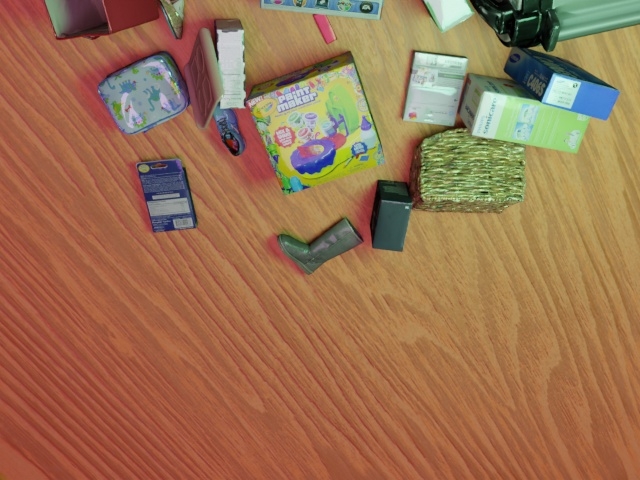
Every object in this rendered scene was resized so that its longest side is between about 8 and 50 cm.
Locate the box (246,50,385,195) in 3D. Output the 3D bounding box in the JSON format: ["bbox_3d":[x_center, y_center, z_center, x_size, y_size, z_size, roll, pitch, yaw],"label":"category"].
[{"bbox_3d":[-0.008,-0.314,1.716,0.289,0.177,0.279,-18,115,10],"label":"box"}]

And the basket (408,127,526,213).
[{"bbox_3d":[0.407,-0.196,1.818,0.299,0.223,0.214,1,84,0],"label":"basket"}]

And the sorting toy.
[{"bbox_3d":[-0.294,-0.409,1.637,0.038,0.208,0.193,-10,81,-27],"label":"sorting toy"}]

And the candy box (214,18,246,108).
[{"bbox_3d":[-0.233,-0.456,1.647,0.070,0.165,0.196,-4,118,-10],"label":"candy box"}]

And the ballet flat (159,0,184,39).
[{"bbox_3d":[-0.388,-0.617,1.626,0.067,0.073,0.206,-28,118,-2],"label":"ballet flat"}]

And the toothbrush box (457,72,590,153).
[{"bbox_3d":[0.527,-0.338,1.679,0.283,0.206,0.122,8,118,-3],"label":"toothbrush box"}]

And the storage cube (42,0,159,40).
[{"bbox_3d":[-0.534,-0.604,1.533,0.183,0.193,0.215,3,119,25],"label":"storage cube"}]

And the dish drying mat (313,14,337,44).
[{"bbox_3d":[0.013,-0.561,1.681,0.032,0.008,0.083,-25,113,12],"label":"dish drying mat"}]

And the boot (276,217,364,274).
[{"bbox_3d":[-0.001,-0.002,1.933,0.208,0.076,0.189,-32,127,23],"label":"boot"}]

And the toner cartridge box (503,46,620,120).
[{"bbox_3d":[0.578,-0.394,1.569,0.165,0.348,0.075,14,116,-7],"label":"toner cartridge box"}]

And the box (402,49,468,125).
[{"bbox_3d":[0.309,-0.412,1.737,0.145,0.038,0.186,6,116,-2],"label":"box"}]

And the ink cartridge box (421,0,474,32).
[{"bbox_3d":[0.282,-0.607,1.540,0.093,0.212,0.154,-28,114,18],"label":"ink cartridge box"}]

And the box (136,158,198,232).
[{"bbox_3d":[-0.452,-0.136,1.890,0.136,0.036,0.225,-5,118,3],"label":"box"}]

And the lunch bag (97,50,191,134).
[{"bbox_3d":[-0.471,-0.394,1.727,0.218,0.090,0.176,-22,114,12],"label":"lunch bag"}]

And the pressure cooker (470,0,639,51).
[{"bbox_3d":[0.525,-0.636,1.435,0.420,0.370,0.376,-12,113,3],"label":"pressure cooker"}]

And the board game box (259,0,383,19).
[{"bbox_3d":[0.014,-0.691,1.510,0.308,0.086,0.302,5,139,-2],"label":"board game box"}]

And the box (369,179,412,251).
[{"bbox_3d":[0.201,-0.074,1.846,0.093,0.158,0.156,7,117,-3],"label":"box"}]

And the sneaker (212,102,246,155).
[{"bbox_3d":[-0.254,-0.307,1.778,0.063,0.073,0.162,-21,115,12],"label":"sneaker"}]
